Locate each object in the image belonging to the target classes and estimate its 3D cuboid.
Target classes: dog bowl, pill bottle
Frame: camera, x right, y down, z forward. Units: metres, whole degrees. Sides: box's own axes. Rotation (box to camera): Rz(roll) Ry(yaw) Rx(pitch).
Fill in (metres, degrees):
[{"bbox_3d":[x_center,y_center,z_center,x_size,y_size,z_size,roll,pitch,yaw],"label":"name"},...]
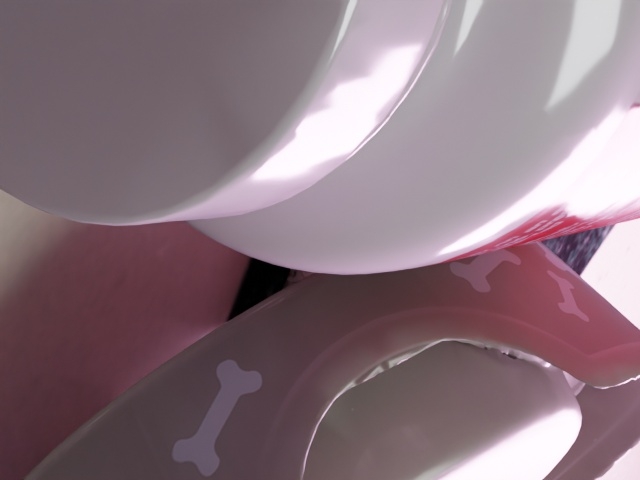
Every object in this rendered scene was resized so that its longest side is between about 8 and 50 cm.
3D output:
[{"bbox_3d":[-0.005,0.121,0.750,0.349,0.102,0.349,-31,161,-12],"label":"dog bowl"},{"bbox_3d":[0.051,-0.109,0.601,0.407,0.229,0.229,-11,126,-56],"label":"pill bottle"}]

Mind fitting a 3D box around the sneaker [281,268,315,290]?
[{"bbox_3d":[0.000,0.000,0.828,0.075,0.057,0.161,27,95,-46],"label":"sneaker"}]
